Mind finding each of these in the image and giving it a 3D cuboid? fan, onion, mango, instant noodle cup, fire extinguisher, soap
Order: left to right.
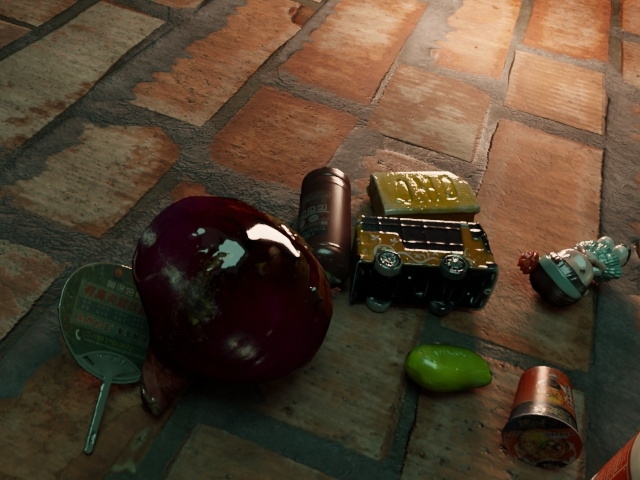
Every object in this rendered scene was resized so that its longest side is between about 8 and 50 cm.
[{"bbox_3d":[-0.321,0.176,1.028,0.223,0.012,0.294,-7,82,-49],"label":"fan"},{"bbox_3d":[-0.175,0.122,0.998,0.348,0.348,0.385,37,86,24],"label":"onion"},{"bbox_3d":[0.000,0.000,1.258,0.114,0.135,0.337,40,33,-31],"label":"fire extinguisher"},{"bbox_3d":[0.235,-0.094,1.411,0.232,0.073,0.140,-2,50,-13],"label":"soap"},{"bbox_3d":[0.227,0.233,1.090,0.165,0.074,0.091,15,38,-13],"label":"mango"},{"bbox_3d":[0.378,0.290,1.034,0.127,0.127,0.136,20,38,10],"label":"instant noodle cup"}]

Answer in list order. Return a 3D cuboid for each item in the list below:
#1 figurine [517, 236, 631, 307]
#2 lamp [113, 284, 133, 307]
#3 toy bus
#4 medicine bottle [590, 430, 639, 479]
[{"bbox_3d":[0.543,0.056,1.300,0.245,0.110,0.138,-18,42,-29],"label":"figurine"},{"bbox_3d":[-0.355,0.085,1.120,0.106,0.106,0.193,24,38,14],"label":"lamp"},{"bbox_3d":[0.199,0.046,1.225,0.275,0.138,0.167,4,43,-3],"label":"toy bus"},{"bbox_3d":[0.524,0.397,0.859,0.252,0.241,0.252,5,46,-5],"label":"medicine bottle"}]
